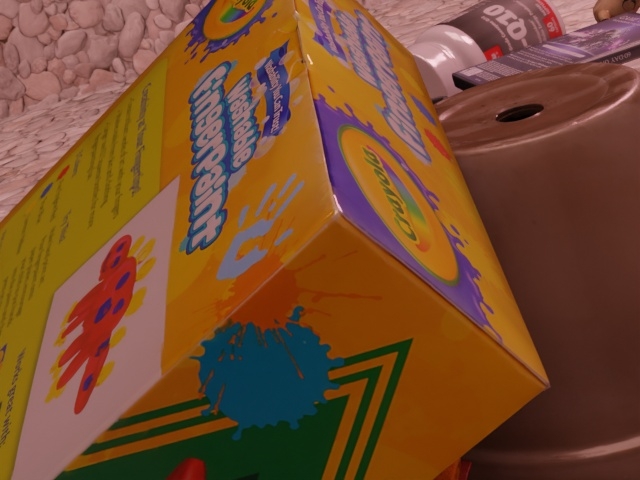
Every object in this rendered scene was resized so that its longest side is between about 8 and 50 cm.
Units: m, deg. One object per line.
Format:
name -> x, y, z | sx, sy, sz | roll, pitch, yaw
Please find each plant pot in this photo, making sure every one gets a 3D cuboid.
plant pot -> 0.189, 0.023, 0.952 | 0.323, 0.280, 0.323 | -15, 20, 6

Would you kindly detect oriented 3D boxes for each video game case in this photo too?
video game case -> 0.331, -0.246, 1.622 | 0.274, 0.026, 0.196 | -19, 17, -5

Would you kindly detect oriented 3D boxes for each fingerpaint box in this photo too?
fingerpaint box -> -0.083, 0.039, 0.803 | 0.371, 0.163, 0.445 | -43, 25, 17

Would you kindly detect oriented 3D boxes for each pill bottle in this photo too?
pill bottle -> 0.244, -0.282, 1.910 | 0.283, 0.161, 0.161 | -32, 24, -34

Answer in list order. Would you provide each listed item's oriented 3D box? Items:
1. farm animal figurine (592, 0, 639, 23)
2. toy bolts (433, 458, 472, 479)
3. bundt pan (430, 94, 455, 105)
farm animal figurine -> 0.571, -0.411, 1.756 | 0.330, 0.327, 0.172 | 6, 38, 13
toy bolts -> 0.001, 0.188, 0.759 | 0.158, 0.218, 0.228 | 11, 23, 12
bundt pan -> 0.027, -0.049, 1.371 | 0.330, 0.124, 0.331 | -22, 10, 4
